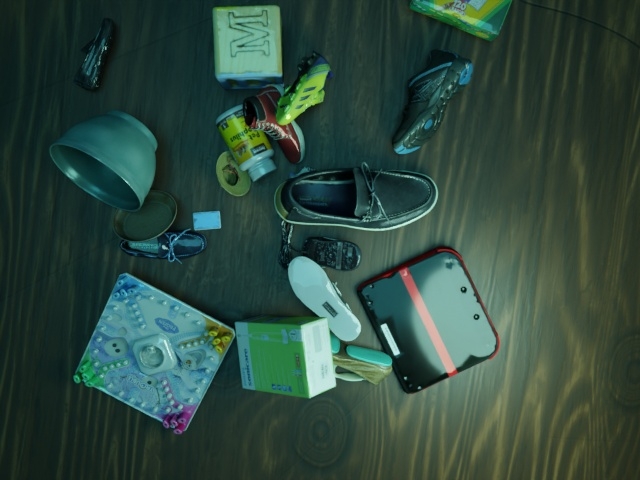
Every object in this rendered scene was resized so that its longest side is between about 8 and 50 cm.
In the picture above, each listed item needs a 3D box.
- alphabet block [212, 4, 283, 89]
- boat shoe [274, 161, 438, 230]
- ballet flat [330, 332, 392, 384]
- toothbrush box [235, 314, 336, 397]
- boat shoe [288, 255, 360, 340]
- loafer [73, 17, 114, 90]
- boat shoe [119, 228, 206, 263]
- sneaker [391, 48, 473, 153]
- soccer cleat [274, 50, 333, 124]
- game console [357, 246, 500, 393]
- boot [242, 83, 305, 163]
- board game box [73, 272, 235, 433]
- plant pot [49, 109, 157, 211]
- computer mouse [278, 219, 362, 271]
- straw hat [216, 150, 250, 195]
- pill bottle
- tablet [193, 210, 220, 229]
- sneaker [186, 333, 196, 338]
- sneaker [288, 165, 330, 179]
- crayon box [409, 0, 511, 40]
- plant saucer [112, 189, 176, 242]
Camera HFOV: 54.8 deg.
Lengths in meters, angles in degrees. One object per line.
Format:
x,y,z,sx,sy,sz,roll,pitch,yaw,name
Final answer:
-0.207,-0.560,1.808,0.193,0.192,0.197,-2,94,-2,alphabet block
0.117,-0.129,1.820,0.499,0.156,0.187,-2,80,-11,boat shoe
0.050,0.361,1.903,0.342,0.116,0.124,21,111,-5,ballet flat
-0.107,0.331,1.806,0.283,0.122,0.206,-5,93,40,toothbrush box
0.012,0.168,1.881,0.113,0.105,0.306,-44,99,3,boat shoe
-0.682,-0.565,1.857,0.078,0.076,0.223,20,96,-9,loafer
-0.480,0.024,1.878,0.258,0.089,0.109,-8,93,0,boat shoe
0.314,-0.419,1.872,0.139,0.125,0.341,38,95,25,sneaker
-0.039,-0.431,1.806,0.121,0.093,0.289,44,54,-28,soccer cleat
0.342,0.245,1.921,0.341,0.060,0.387,-26,92,6,game console
-0.143,-0.317,1.807,0.088,0.176,0.244,-7,115,36,boot
-0.512,0.352,1.874,0.389,0.050,0.390,28,103,-2,board game box
-0.599,-0.251,1.791,0.293,0.293,0.196,28,66,-2,plant pot
0.000,0.000,1.901,0.261,0.060,0.184,0,97,11,computer mouse
-0.282,-0.195,1.881,0.061,0.144,0.145,-19,93,38,straw hat
-0.217,-0.290,1.853,0.117,0.117,0.215,-28,93,1,pill bottle
-0.353,-0.062,1.918,0.083,0.006,0.054,-4,92,-1,tablet
-0.358,0.309,1.910,0.157,0.061,0.065,-6,99,0,sneaker
-0.035,-0.205,1.894,0.135,0.052,0.058,-17,86,-2,sneaker
0.428,-0.737,1.858,0.278,0.081,0.165,21,92,-1,crayon box
-0.524,-0.067,1.860,0.198,0.036,0.199,-5,54,7,plant saucer
